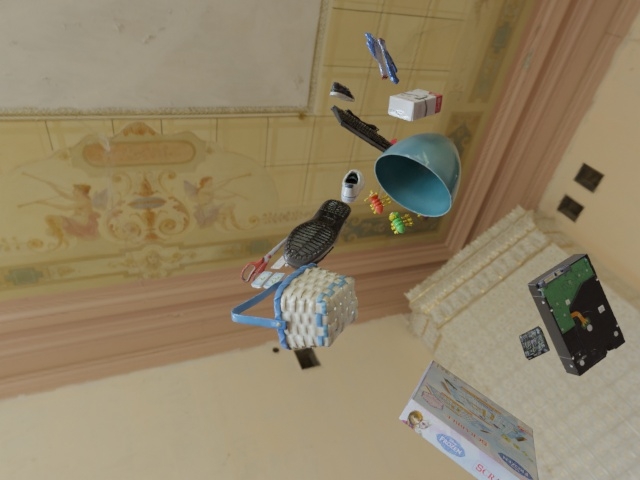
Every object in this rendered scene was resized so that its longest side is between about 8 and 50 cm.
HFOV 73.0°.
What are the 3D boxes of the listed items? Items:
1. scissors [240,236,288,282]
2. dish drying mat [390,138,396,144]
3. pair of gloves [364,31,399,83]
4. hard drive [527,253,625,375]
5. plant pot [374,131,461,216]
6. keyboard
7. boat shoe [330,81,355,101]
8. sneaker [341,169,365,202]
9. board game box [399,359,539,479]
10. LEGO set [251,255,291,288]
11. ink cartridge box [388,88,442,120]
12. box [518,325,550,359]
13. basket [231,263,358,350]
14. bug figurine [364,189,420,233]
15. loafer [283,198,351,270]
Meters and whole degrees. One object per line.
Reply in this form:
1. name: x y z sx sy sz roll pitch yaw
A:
1. scissors: -0.237 0.073 1.823 0.109 0.021 0.297 30 -69 -5
2. dish drying mat: 0.285 -0.367 1.719 0.032 0.083 0.008 -12 -35 40
3. pair of gloves: 0.203 -0.590 1.407 0.023 0.159 0.198 -18 2 30
4. hard drive: 0.857 0.244 1.449 0.236 0.064 0.339 -27 -85 -17
5. plant pot: 0.357 -0.250 1.463 0.195 0.290 0.290 -52 -42 -18
6. keyboard: 0.165 -0.404 1.576 0.317 0.202 0.033 23 -58 -37
7. boat shoe: 0.066 -0.424 1.239 0.125 0.046 0.038 -10 -69 -57
8. sneaker: 0.144 -0.252 1.820 0.094 0.258 0.091 11 -56 3
9. board game box: 0.382 0.467 1.098 0.066 0.318 0.318 -62 -20 14
10. LEGO set: -0.122 0.080 1.562 0.244 0.182 0.060 -47 -56 -37
11. ink cartridge box: 0.288 -0.414 1.314 0.135 0.099 0.056 -25 -49 -32
12. box: 0.616 0.296 1.249 0.018 0.083 0.067 39 -59 -18
13. basket: -0.064 0.178 1.181 0.254 0.288 0.201 -31 -56 -54
14. bug figurine: 0.314 -0.154 1.665 0.279 0.216 0.072 -35 -11 30
15. loafer: 0.000 0.000 1.408 0.366 0.133 0.130 -45 -26 -48
